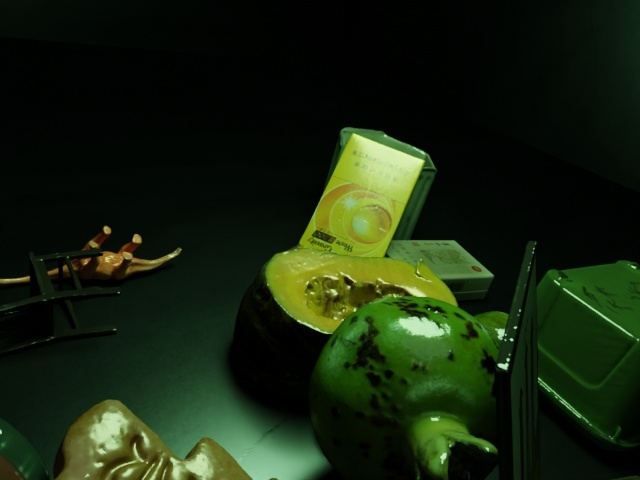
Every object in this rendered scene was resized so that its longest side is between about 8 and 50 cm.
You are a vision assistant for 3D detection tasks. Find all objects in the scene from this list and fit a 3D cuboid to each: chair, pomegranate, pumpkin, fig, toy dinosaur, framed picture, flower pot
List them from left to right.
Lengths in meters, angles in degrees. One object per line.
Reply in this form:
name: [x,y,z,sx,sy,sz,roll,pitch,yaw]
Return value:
chair: [-0.369,0.078,0.636,0.212,0.084,0.101,-8,38,-36]
toy dinosaur: [-0.332,0.030,0.752,0.279,0.101,0.055,5,44,-39]
pumpkin: [0.037,0.107,0.736,0.316,0.139,0.222,4,33,-15]
flower pot: [0.119,-0.120,1.134,0.209,0.190,0.239,14,28,-6]
pomegranate: [0.094,0.167,0.500,0.210,0.211,0.263,10,14,-9]
fig: [0.242,0.155,0.767,0.123,0.123,0.156,0,21,-27]
framed picture: [0.185,0.192,0.468,0.013,0.324,0.244,1,20,26]

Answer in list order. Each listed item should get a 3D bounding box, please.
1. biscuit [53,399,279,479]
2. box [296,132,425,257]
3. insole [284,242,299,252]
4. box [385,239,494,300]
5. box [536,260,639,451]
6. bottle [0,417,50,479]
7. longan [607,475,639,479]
biscuit: [-0.093,0.261,0.387,0.306,0.043,0.284,17,41,-32]
box: [0.072,-0.054,0.946,0.152,0.270,0.043,22,-15,10]
insole: [0.000,0.000,1.051,0.086,0.005,0.253,22,28,14]
box: [0.211,0.056,0.996,0.201,0.058,0.141,-1,32,-28]
box: [0.473,0.157,0.811,0.328,0.178,0.253,-5,35,-34]
bottle: [-0.312,0.248,0.277,0.143,0.144,0.336,17,27,3]
longan: [0.152,0.289,0.175,0.390,0.392,0.391,12,27,-6]
